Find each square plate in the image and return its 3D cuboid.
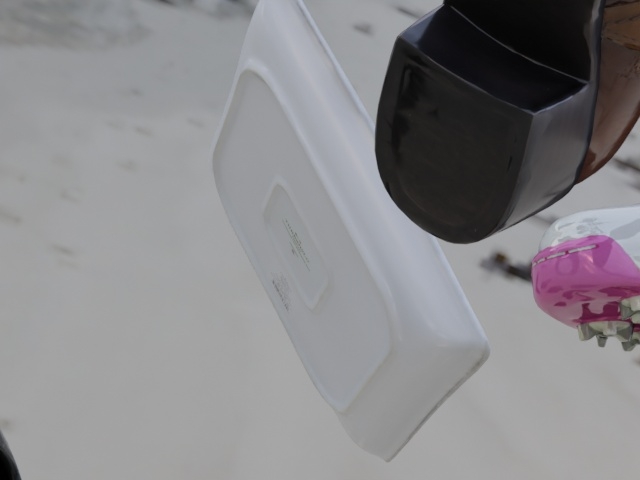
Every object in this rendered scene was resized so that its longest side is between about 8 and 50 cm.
[{"bbox_3d":[0.000,0.000,1.506,0.347,0.049,0.344,62,-20,14],"label":"square plate"}]

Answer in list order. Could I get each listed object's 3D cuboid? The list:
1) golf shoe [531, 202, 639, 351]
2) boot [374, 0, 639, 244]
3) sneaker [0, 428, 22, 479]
[{"bbox_3d":[0.226,-0.021,0.870,0.306,0.140,0.115,-3,-13,-29],"label":"golf shoe"},{"bbox_3d":[0.154,-0.146,0.647,0.096,0.264,0.280,32,43,25],"label":"boot"},{"bbox_3d":[-0.297,0.127,1.406,0.106,0.101,0.267,23,-34,56],"label":"sneaker"}]
